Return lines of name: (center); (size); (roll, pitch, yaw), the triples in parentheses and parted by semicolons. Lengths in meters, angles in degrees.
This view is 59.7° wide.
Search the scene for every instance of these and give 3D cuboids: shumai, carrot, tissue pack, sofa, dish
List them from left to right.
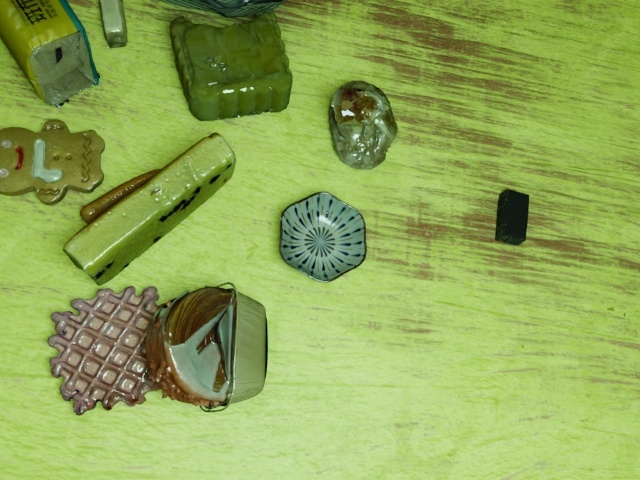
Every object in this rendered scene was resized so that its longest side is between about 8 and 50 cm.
tissue pack: (-0.572, -0.435, 1.110); (0.134, 0.192, 0.271); (-32, 79, -21)
carrot: (-0.391, -0.096, 1.109); (0.190, 0.037, 0.037); (-39, 82, -22)
dish: (0.000, 0.000, 1.135); (0.190, 0.066, 0.191); (3, 72, -10)
shumai: (0.096, -0.270, 1.207); (0.161, 0.153, 0.210); (12, 72, 1)
sofa: (0.430, -0.052, 1.250); (0.060, 0.039, 0.118); (14, 70, -5)

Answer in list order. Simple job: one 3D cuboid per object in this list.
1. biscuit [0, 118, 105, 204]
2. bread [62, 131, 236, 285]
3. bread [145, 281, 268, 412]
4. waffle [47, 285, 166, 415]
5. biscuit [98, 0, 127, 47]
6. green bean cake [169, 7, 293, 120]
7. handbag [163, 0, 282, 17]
biscuit: (-0.555, -0.158, 1.099); (0.248, 0.035, 0.184); (0, 71, -10)
bread: (-0.306, -0.064, 1.058); (0.077, 0.138, 0.361); (45, 69, 5)
bread: (-0.191, 0.181, 0.970); (0.212, 0.142, 0.224); (18, 63, -43)
waffle: (-0.363, 0.189, 1.003); (0.234, 0.055, 0.221); (-14, 76, -17)
biscuit: (-0.462, -0.519, 1.232); (0.052, 0.056, 0.188); (-10, 74, -15)
green bean cake: (-0.190, -0.391, 1.203); (0.236, 0.124, 0.233); (-13, 74, -14)
handbag: (-0.205, -0.620, 1.195); (0.340, 0.240, 0.247); (-3, 103, -17)
